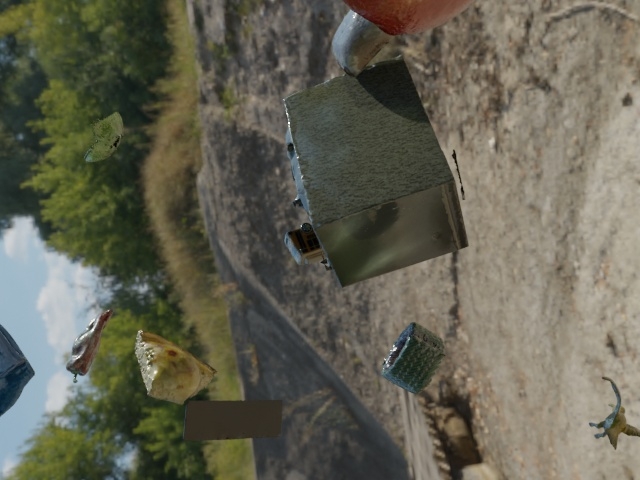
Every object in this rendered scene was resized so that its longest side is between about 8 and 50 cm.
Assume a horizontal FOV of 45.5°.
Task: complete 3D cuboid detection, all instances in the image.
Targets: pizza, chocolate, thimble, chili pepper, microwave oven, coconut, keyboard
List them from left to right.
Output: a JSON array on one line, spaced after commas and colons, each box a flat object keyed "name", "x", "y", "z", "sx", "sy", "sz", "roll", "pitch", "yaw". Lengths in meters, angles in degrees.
[{"name": "chili pepper", "x": -0.395, "y": 0.175, "z": 1.298, "sx": 0.041, "sy": 0.050, "sz": 0.153, "roll": 66, "pitch": -149, "yaw": -48}, {"name": "coconut", "x": -0.556, "y": -0.271, "z": 1.986, "sx": 0.133, "sy": 0.055, "sz": 0.158, "roll": 101, "pitch": -166, "yaw": -72}, {"name": "pizza", "x": -0.302, "y": 0.279, "z": 1.681, "sx": 0.080, "sy": 0.204, "sz": 0.188, "roll": -55, "pitch": 30, "yaw": 15}, {"name": "keyboard", "x": -0.162, "y": 0.336, "z": 1.435, "sx": 0.015, "sy": 0.196, "sz": 0.074, "roll": -10, "pitch": 77, "yaw": 60}, {"name": "microwave oven", "x": 0.111, "y": -0.161, "z": 1.748, "sx": 0.236, "sy": 0.374, "sz": 0.432, "roll": 63, "pitch": -170, "yaw": -49}, {"name": "chocolate", "x": 0.111, "y": -0.501, "z": 1.717, "sx": 0.080, "sy": 0.254, "sz": 0.157, "roll": 31, "pitch": -157, "yaw": -36}, {"name": "thimble", "x": 0.194, "y": 0.243, "z": 1.579, "sx": 0.135, "sy": 0.090, "sz": 0.118, "roll": -60, "pitch": 3, "yaw": 23}]

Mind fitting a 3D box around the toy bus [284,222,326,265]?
[{"name": "toy bus", "x": 0.000, "y": 0.000, "z": 2.122, "sx": 0.091, "sy": 0.182, "sz": 0.103, "roll": 105, "pitch": 143, "yaw": -66}]

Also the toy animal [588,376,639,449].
[{"name": "toy animal", "x": 0.641, "y": 0.395, "z": 1.688, "sx": 0.219, "sy": 0.095, "sz": 0.155, "roll": 59, "pitch": 176, "yaw": -4}]

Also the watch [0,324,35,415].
[{"name": "watch", "x": -0.667, "y": 0.248, "z": 1.293, "sx": 0.241, "sy": 0.305, "sz": 0.274, "roll": 50, "pitch": 170, "yaw": -4}]

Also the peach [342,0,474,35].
[{"name": "peach", "x": 0.157, "y": -0.529, "z": 1.333, "sx": 0.242, "sy": 0.380, "sz": 0.306, "roll": 54, "pitch": 179, "yaw": 26}]
